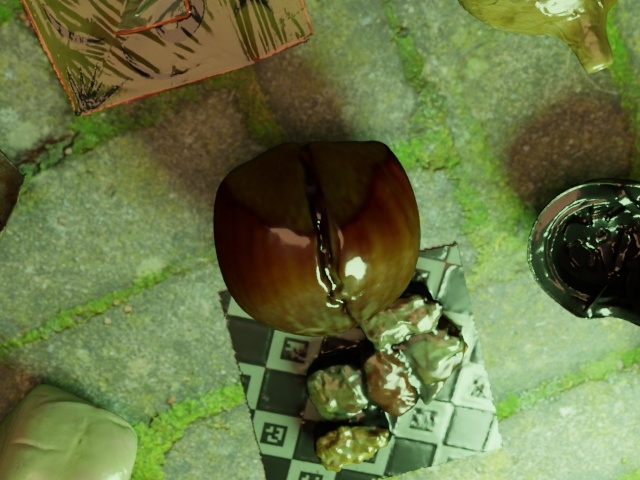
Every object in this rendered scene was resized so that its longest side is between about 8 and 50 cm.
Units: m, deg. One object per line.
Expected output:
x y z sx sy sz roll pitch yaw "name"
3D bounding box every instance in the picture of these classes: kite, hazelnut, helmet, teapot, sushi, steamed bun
-0.185 -0.269 0.962 0.377 0.013 0.327 22 109 -10 "kite"
0.001 0.001 0.979 0.212 0.181 0.181 -13 78 -8 "hazelnut"
0.315 0.001 1.030 0.177 0.107 0.153 15 113 13 "helmet"
0.200 -0.298 0.879 0.203 0.167 0.311 -24 109 8 "teapot"
0.049 0.171 1.108 0.292 0.059 0.294 -14 111 4 "sushi"
-0.316 0.296 1.093 0.170 0.152 0.239 27 110 -12 "steamed bun"

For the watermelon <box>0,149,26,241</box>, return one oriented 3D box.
-0.371 -0.049 0.931 0.226 0.318 0.148 9 111 -49 "watermelon"
